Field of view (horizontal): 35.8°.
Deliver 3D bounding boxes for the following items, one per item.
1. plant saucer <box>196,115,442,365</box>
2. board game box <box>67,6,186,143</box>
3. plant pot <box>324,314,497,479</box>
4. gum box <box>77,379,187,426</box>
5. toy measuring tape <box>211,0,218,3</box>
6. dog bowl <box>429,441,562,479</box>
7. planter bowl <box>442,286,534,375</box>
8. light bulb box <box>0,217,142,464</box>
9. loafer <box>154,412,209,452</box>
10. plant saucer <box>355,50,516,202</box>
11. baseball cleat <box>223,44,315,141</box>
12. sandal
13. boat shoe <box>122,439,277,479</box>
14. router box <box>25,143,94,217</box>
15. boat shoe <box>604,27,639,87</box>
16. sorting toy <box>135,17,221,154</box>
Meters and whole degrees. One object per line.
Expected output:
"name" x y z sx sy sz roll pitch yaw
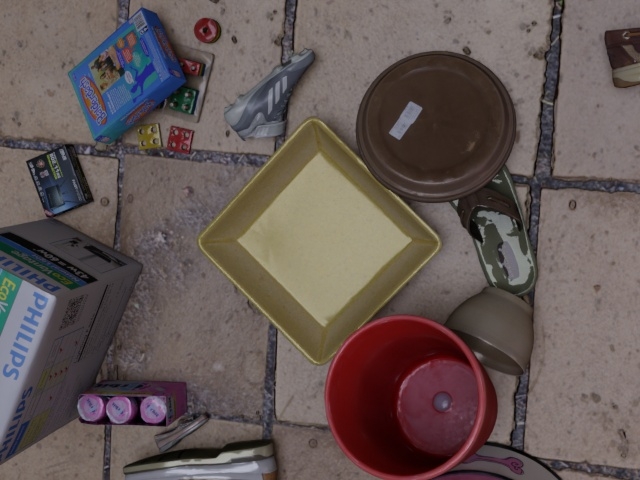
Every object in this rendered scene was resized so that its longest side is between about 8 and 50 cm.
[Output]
"plant saucer" 0.000 0.000 1.804 0.333 0.081 0.332 45 105 5
"board game box" -0.360 -0.302 1.831 0.210 0.047 0.160 -33 70 24
"plant pot" 0.177 0.273 1.683 0.275 0.243 0.274 -6 75 24
"gum box" -0.365 0.313 1.913 0.189 0.107 0.062 -1 96 14
"toy measuring tape" -0.130 -0.585 1.775 0.121 0.121 0.330 31 125 8
"dog bowl" 0.277 0.576 1.770 0.408 0.150 0.407 1 96 14
"planter bowl" 0.304 0.149 1.722 0.162 0.162 0.109 29 75 9
"light bulb box" -0.548 0.175 1.811 0.225 0.361 0.357 26 101 9
"loafer" -0.274 0.368 1.933 0.125 0.045 0.039 -37 80 17
"plant saucer" 0.197 -0.202 1.708 0.278 0.041 0.277 -2 77 9
"baseball cleat" -0.075 -0.259 1.807 0.206 0.072 0.109 -34 104 17
"sandal" 0.297 -0.041 1.724 0.120 0.086 0.302 -26 90 15
"boat shoe" -0.231 0.453 1.894 0.303 0.113 0.103 -9 91 12
"router box" -0.508 -0.116 1.933 0.092 0.038 0.122 -20 91 14
"boat shoe" 0.630 -0.349 1.595 0.342 0.123 0.123 -15 94 21
"sorting toy" -0.282 -0.292 1.855 0.132 0.046 0.274 17 101 11
